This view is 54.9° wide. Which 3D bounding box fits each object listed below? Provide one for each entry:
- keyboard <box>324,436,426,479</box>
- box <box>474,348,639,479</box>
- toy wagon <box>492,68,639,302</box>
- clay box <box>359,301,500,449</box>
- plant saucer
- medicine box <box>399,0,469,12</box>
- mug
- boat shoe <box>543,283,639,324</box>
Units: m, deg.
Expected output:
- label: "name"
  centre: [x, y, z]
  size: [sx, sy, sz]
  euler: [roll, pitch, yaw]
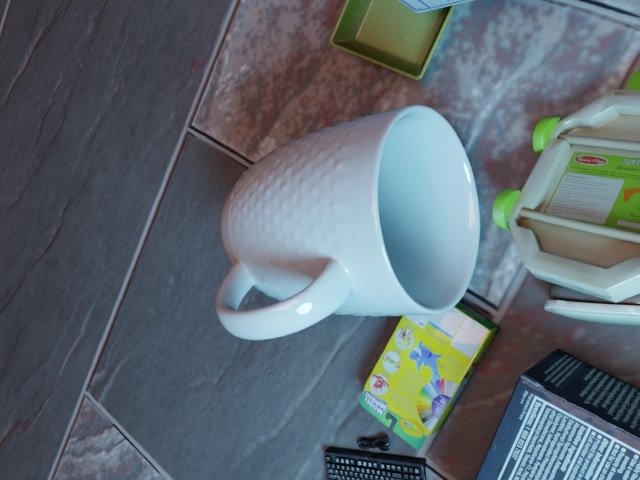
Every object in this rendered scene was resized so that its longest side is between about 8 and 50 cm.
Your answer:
- label: "keyboard"
  centre: [0.086, 0.372, 1.002]
  size: [0.180, 0.023, 0.108]
  euler: [-5, 86, 31]
- label: "box"
  centre: [0.346, 0.339, 0.739]
  size: [0.294, 0.183, 0.296]
  euler: [27, 108, 31]
- label: "toy wagon"
  centre: [0.382, -0.096, 0.755]
  size: [0.267, 0.068, 0.344]
  euler: [21, 78, 50]
- label: "clay box"
  centre: [0.160, 0.192, 0.942]
  size: [0.127, 0.053, 0.222]
  euler: [35, 108, 28]
- label: "plant saucer"
  centre: [0.131, -0.367, 0.980]
  size: [0.188, 0.045, 0.188]
  euler: [32, 106, 29]
- label: "medicine box"
  centre: [0.180, -0.419, 0.756]
  size: [0.289, 0.264, 0.149]
  euler: [-1, 88, 37]
- label: "mug"
  centre: [0.000, 0.000, 0.873]
  size: [0.328, 0.374, 0.276]
  euler: [-6, 123, 39]
- label: "boat shoe"
  centre: [0.440, 0.055, 0.739]
  size: [0.325, 0.117, 0.096]
  euler: [-2, 79, 32]
